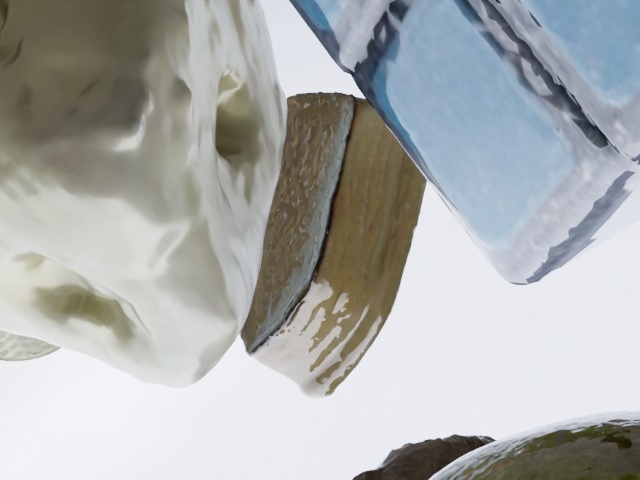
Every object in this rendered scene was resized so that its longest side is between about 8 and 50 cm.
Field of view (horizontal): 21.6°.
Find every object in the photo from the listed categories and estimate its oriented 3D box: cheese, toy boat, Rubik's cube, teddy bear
[{"bbox_3d":[-0.132,-0.068,0.789,0.251,0.173,0.248,0,-137,25],"label":"cheese"},{"bbox_3d":[0.000,0.000,1.019,0.061,0.188,0.116,17,174,-32],"label":"toy boat"},{"bbox_3d":[0.130,-0.218,0.530,0.304,0.301,0.305,-30,165,-25],"label":"Rubik's cube"},{"bbox_3d":[0.094,0.272,1.461,0.177,0.140,0.190,-33,-129,30],"label":"teddy bear"}]

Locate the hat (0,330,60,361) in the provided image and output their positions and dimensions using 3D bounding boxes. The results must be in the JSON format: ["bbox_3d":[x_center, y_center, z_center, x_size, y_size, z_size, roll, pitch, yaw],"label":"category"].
[{"bbox_3d":[-0.269,0.046,1.447,0.146,0.146,0.067,-23,-165,3],"label":"hat"}]

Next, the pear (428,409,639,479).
[{"bbox_3d":[0.189,0.274,1.055,0.352,0.352,0.413,-38,174,-35],"label":"pear"}]
